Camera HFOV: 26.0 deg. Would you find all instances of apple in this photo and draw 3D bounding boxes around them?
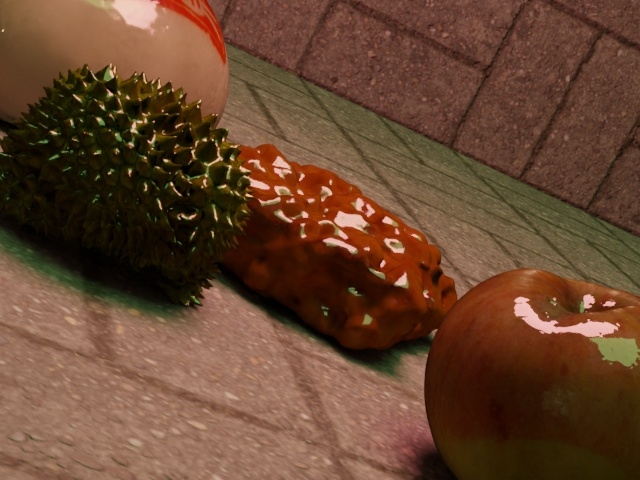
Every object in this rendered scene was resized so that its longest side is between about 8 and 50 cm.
[{"bbox_3d":[0.205,0.133,1.169,0.260,0.194,0.261,12,8,-2],"label":"apple"}]

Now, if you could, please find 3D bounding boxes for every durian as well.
[{"bbox_3d":[-0.168,-0.057,1.255,0.237,0.176,0.200,37,31,-11],"label":"durian"}]

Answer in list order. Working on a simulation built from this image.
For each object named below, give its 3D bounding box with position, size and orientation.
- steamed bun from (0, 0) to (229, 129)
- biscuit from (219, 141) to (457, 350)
[{"bbox_3d":[-0.269,-0.250,1.641,0.374,0.241,0.374,29,10,-6],"label":"steamed bun"},{"bbox_3d":[0.000,0.000,1.496,0.318,0.110,0.312,32,12,17],"label":"biscuit"}]
